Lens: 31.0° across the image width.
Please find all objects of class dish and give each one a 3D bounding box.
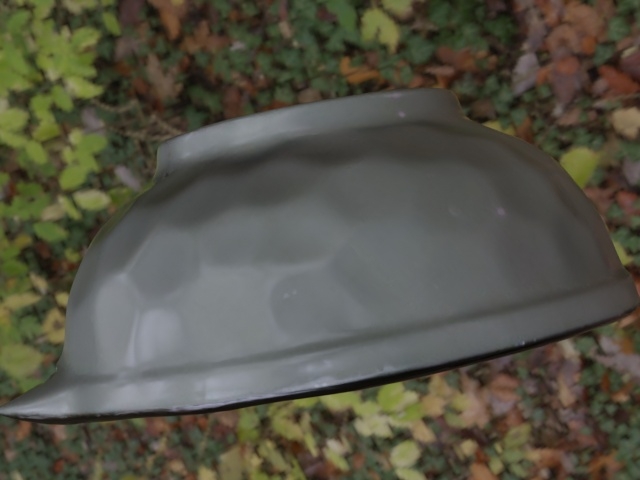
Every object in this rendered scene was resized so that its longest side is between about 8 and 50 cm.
[{"bbox_3d":[0.000,0.000,0.554,0.303,0.303,0.120,-10,89,65],"label":"dish"}]
